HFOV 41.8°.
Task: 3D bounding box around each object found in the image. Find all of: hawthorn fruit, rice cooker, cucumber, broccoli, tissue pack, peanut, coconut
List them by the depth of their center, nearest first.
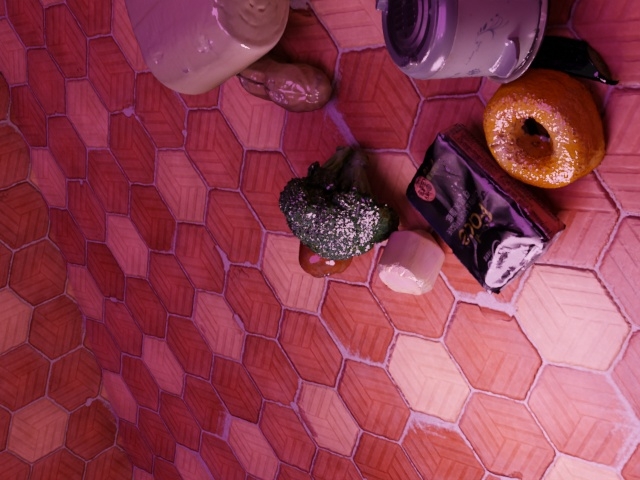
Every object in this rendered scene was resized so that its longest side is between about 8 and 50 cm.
[{"bbox_3d":[0.275,-0.424,1.547,0.316,0.317,0.264,46,145,18],"label":"rice cooker"},{"bbox_3d":[0.460,-0.346,1.583,0.220,0.046,0.070,23,119,38],"label":"cucumber"},{"bbox_3d":[0.340,-0.067,1.793,0.332,0.123,0.245,49,150,15],"label":"tissue pack"},{"bbox_3d":[0.217,0.042,1.981,0.147,0.152,0.147,21,155,10],"label":"coconut"},{"bbox_3d":[0.051,-0.087,2.019,0.308,0.308,0.275,18,86,40],"label":"broccoli"},{"bbox_3d":[-0.098,-0.394,2.086,0.290,0.130,0.130,26,129,38],"label":"peanut"},{"bbox_3d":[-0.004,0.018,2.210,0.189,0.149,0.149,50,139,17],"label":"hawthorn fruit"}]

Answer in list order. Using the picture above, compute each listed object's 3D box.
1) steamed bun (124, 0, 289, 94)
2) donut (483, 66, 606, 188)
[{"bbox_3d":[-0.255,-0.606,2.001,0.371,0.290,0.455,-20,81,44],"label":"steamed bun"},{"bbox_3d":[0.434,-0.215,1.636,0.254,0.118,0.253,30,146,22],"label":"donut"}]
